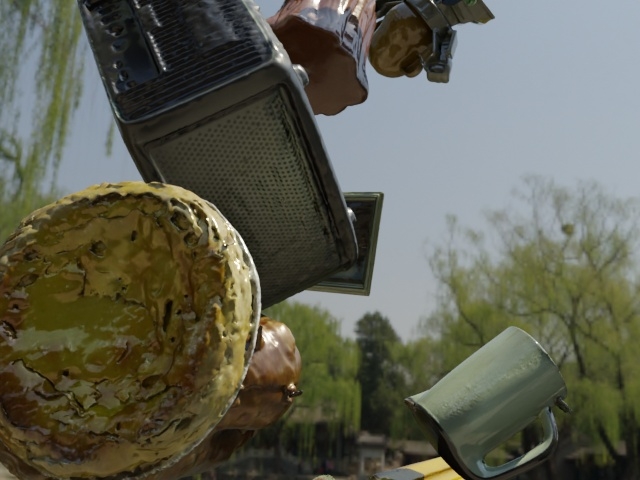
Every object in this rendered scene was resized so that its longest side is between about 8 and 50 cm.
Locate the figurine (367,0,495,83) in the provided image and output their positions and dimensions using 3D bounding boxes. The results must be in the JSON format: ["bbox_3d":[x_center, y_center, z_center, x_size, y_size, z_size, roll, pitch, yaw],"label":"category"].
[{"bbox_3d":[0.235,-0.500,1.864,0.285,0.342,0.167,-39,-62,6],"label":"figurine"}]

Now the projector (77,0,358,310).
[{"bbox_3d":[-0.140,-0.163,1.126,0.242,0.395,0.405,-24,-42,-3],"label":"projector"}]

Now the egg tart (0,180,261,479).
[{"bbox_3d":[-0.153,0.066,0.600,0.234,0.234,0.094,0,-21,11],"label":"egg tart"}]

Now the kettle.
[{"bbox_3d":[0.319,0.312,1.441,0.255,0.240,0.165,-32,-34,-13],"label":"kettle"}]

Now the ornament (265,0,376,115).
[{"bbox_3d":[-0.001,-0.368,1.464,0.235,0.218,0.221,28,-40,-10],"label":"ornament"}]

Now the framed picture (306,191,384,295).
[{"bbox_3d":[0.000,0.000,1.775,0.296,0.232,0.019,2,-10,37],"label":"framed picture"}]

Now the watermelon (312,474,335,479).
[{"bbox_3d":[0.025,0.527,1.437,0.128,0.146,0.231,-39,2,19],"label":"watermelon"}]

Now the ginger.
[{"bbox_3d":[-0.174,0.181,0.945,0.418,0.176,0.254,7,-51,-53],"label":"ginger"}]

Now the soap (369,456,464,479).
[{"bbox_3d":[0.233,0.519,1.494,0.324,0.096,0.204,5,28,-50],"label":"soap"}]

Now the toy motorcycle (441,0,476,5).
[{"bbox_3d":[0.255,-0.589,1.396,0.125,0.331,0.196,-1,6,-33],"label":"toy motorcycle"}]
